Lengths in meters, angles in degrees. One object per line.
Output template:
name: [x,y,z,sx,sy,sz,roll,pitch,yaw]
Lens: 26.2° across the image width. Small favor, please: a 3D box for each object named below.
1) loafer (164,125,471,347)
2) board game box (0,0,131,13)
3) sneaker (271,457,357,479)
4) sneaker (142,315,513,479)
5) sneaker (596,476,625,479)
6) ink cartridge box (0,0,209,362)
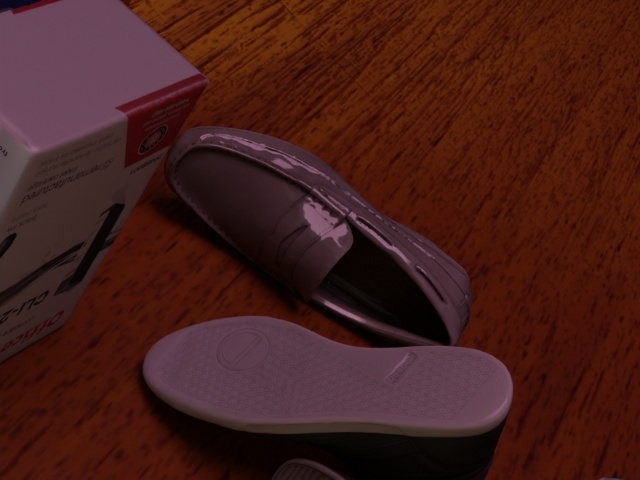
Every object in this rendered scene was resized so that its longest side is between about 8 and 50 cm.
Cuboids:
loafer: [0.000,0.000,1.262,0.319,0.112,0.111,28,25,-8]
board game box: [-0.380,-0.215,0.989,0.356,0.356,0.356,39,31,11]
sneaker: [0.060,0.248,1.038,0.222,0.083,0.118,39,12,26]
sneaker: [0.006,0.147,1.098,0.296,0.147,0.104,5,50,13]
sneaker: [0.369,0.248,1.205,0.256,0.151,0.094,29,35,-3]
ink cartridge box: [-0.226,-0.025,0.963,0.114,0.273,0.197,43,34,9]
